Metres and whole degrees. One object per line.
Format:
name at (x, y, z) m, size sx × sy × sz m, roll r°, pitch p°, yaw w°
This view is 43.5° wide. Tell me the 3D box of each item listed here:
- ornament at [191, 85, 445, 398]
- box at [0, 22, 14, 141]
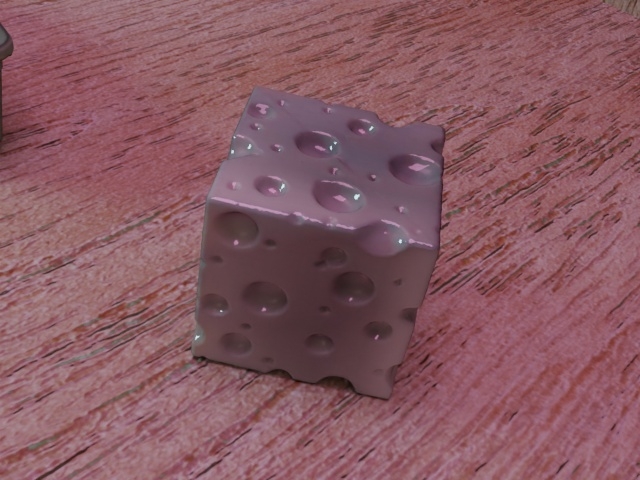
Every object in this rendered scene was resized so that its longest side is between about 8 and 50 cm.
ornament at (0.000, 0.000, 0.937) m, size 0.239 × 0.240 × 0.239 m, roll 12°, pitch 40°, yaw 0°
box at (-0.563, -0.256, 1.152) m, size 0.175 × 0.183 × 0.312 m, roll -16°, pitch 47°, yaw -31°
